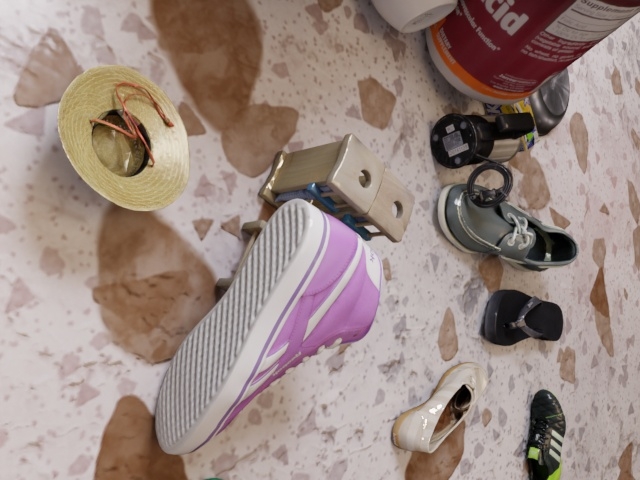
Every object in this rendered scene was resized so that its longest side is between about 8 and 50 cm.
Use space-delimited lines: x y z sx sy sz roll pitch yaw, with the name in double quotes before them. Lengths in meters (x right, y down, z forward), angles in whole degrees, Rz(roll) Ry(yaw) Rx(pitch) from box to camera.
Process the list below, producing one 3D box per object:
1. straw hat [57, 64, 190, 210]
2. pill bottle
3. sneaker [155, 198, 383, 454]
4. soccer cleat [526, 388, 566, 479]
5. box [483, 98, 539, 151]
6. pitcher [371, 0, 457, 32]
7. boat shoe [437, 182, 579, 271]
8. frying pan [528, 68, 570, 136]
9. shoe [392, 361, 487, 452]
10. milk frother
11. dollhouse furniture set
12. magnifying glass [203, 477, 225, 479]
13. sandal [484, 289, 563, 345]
"straw hat" -0.193 -0.086 0.554 0.144 0.061 0.145 26 54 -44
"pill bottle" 0.319 -0.363 0.774 0.223 0.392 0.224 5 73 -17
"sneaker" -0.038 0.113 0.602 0.161 0.102 0.282 32 99 -40
"soccer cleat" 0.402 0.361 1.065 0.072 0.060 0.179 -5 94 -40
"box" 0.322 -0.238 1.023 0.054 0.059 0.169 -32 109 -37
"pitcher" 0.125 -0.404 0.823 0.177 0.125 0.207 -22 91 -48
"boat shoe" 0.318 -0.021 0.981 0.319 0.099 0.116 22 75 -38
"frying pan" 0.401 -0.355 1.113 0.197 0.053 0.326 -43 118 -36
"shoe" 0.196 0.251 0.885 0.219 0.058 0.077 -26 105 -40
"milk frother" 0.263 -0.128 0.923 0.134 0.129 0.143 -11 102 -40
"dollhouse furniture set" 0.000 0.000 0.676 0.129 0.129 0.184 38 63 -34
"magnifying glass" -0.100 0.369 0.640 0.092 0.026 0.231 -22 101 -41
"sandal" 0.375 0.137 1.053 0.254 0.054 0.097 5 84 -42
